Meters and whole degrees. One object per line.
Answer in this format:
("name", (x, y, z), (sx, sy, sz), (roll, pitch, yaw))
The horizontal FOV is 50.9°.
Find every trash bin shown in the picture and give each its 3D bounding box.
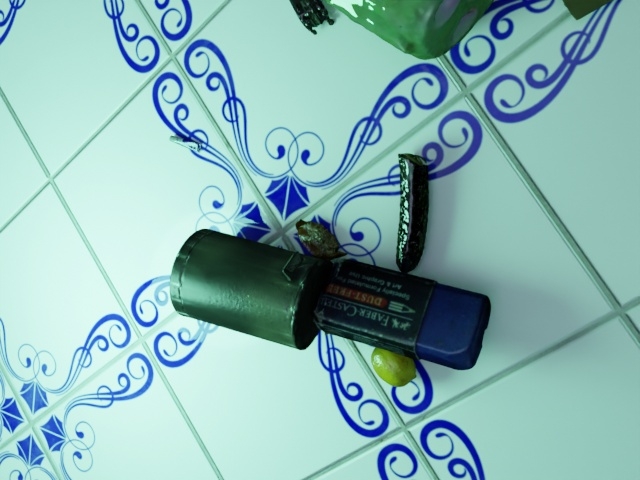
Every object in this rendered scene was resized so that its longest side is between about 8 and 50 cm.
("trash bin", (-0.139, 0.103, 1.435), (0.302, 0.203, 0.252), (13, 141, 22))

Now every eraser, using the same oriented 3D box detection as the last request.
("eraser", (0.155, 0.146, 1.330), (0.332, 0.101, 0.155), (13, 72, 25))

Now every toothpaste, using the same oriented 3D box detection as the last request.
("toothpaste", (-0.318, -0.230, 1.585), (0.083, 0.015, 0.024), (21, 112, 17))

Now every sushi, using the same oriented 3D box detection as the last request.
("sushi", (0.000, 0.000, 1.441), (0.120, 0.052, 0.055), (50, 128, 15))

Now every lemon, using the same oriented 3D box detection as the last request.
("lemon", (0.147, 0.250, 1.382), (0.110, 0.082, 0.082), (48, 113, 11))

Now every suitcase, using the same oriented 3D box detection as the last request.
("suitcase", (-0.030, -0.494, 1.379), (0.059, 0.086, 0.126), (-28, 84, 10))

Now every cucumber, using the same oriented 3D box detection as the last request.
("cucumber", (0.184, -0.051, 1.343), (0.067, 0.067, 0.245), (3, 99, 25))

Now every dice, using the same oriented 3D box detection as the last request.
("dice", (0.149, -0.524, 1.156), (0.322, 0.318, 0.330), (42, 109, 15))

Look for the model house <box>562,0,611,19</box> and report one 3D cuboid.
("model house", (0.437, -0.538, 1.128), (0.181, 0.176, 0.248), (-28, 67, 24))
